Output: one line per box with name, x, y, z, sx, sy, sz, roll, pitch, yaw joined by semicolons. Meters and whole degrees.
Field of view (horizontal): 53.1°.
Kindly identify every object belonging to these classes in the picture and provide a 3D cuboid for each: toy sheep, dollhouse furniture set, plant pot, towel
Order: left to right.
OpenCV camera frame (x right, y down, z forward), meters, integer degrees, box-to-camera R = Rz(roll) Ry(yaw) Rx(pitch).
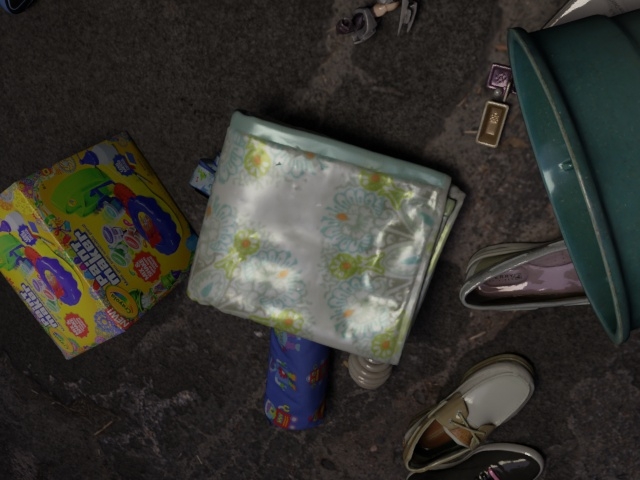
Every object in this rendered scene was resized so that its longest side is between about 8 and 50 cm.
towel;0.000;0.000;0.999;0.374;0.090;0.321;18;103;2
toy sheep;0.090;0.220;1.162;0.091;0.091;0.132;23;141;12
dollhouse furniture set;0.259;-0.171;0.880;0.091;0.081;0.114;19;122;15
plant pot;0.401;-0.105;0.630;0.334;0.341;0.341;-18;108;15

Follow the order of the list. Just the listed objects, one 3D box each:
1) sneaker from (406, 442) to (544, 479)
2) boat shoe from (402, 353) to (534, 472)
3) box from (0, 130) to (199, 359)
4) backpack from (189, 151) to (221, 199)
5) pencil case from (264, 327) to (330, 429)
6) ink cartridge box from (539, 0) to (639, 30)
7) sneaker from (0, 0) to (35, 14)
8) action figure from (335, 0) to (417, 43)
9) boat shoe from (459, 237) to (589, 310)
sneaker;0.269;0.471;1.173;0.295;0.147;0.105;-29;100;32
boat shoe;0.257;0.316;1.123;0.113;0.103;0.302;39;125;1
box;-0.403;0.003;1.155;0.177;0.279;0.290;-25;104;33
backpack;-0.157;-0.105;1.096;0.114;0.105;0.084;25;101;11
pencil case;-0.045;0.214;1.200;0.133;0.119;0.306;27;127;35
ink cartridge box;0.382;-0.270;0.769;0.148;0.086;0.203;43;125;-3
sneaker;-0.462;-0.453;1.063;0.090;0.081;0.232;49;124;3
action figure;0.029;-0.368;0.869;0.285;0.099;0.185;18;129;19
boat shoe;0.364;0.047;0.933;0.320;0.103;0.118;-8;112;28
